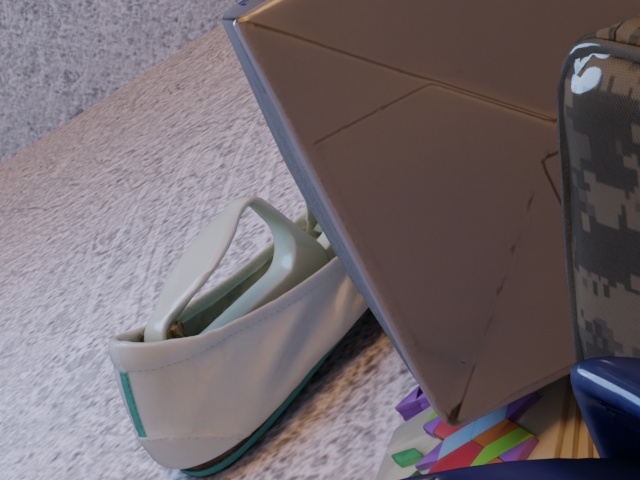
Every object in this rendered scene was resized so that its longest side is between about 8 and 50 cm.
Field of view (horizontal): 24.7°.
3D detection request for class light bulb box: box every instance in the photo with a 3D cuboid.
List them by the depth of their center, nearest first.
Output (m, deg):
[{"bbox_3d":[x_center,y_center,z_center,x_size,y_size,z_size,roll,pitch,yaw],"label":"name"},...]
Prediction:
[{"bbox_3d":[0.148,-0.109,0.835,0.357,0.225,0.361,-26,10,0],"label":"light bulb box"}]

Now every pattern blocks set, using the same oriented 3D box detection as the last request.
[{"bbox_3d":[0.083,0.109,0.751,0.285,0.026,0.325,-38,9,9],"label":"pattern blocks set"}]

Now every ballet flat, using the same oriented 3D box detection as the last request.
[{"bbox_3d":[0.000,0.000,1.078,0.400,0.139,0.139,-44,22,-28],"label":"ballet flat"}]

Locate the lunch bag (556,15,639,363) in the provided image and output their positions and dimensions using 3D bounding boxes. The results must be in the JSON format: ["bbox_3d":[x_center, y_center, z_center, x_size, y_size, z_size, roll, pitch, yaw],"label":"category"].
[{"bbox_3d":[0.268,0.010,0.485,0.256,0.213,0.305,-23,26,-25],"label":"lunch bag"}]

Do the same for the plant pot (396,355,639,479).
[{"bbox_3d":[0.092,0.175,0.381,0.212,0.236,0.236,-30,19,-12],"label":"plant pot"}]
